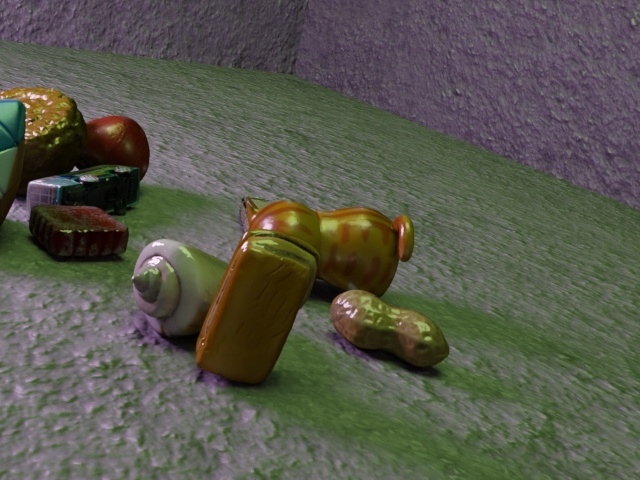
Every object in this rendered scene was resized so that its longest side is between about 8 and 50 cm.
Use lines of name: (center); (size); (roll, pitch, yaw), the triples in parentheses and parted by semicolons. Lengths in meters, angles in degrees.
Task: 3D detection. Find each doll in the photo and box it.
doll: (0.008, 0.014, 1.660); (0.269, 0.162, 0.167); (-1, 33, -10)

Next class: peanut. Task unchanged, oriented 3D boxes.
peanut: (0.101, 0.133, 1.459); (0.192, 0.089, 0.089); (17, 17, 16)

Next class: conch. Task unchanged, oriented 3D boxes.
conch: (-0.170, 0.089, 1.386); (0.158, 0.127, 0.255); (-12, -29, 43)

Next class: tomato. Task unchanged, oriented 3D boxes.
tomato: (-0.419, -0.182, 1.984); (0.167, 0.167, 0.167); (12, 16, -3)

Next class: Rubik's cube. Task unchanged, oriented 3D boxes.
Rubik's cube: (-0.584, -0.083, 1.520); (0.254, 0.255, 0.254); (12, 16, -3)

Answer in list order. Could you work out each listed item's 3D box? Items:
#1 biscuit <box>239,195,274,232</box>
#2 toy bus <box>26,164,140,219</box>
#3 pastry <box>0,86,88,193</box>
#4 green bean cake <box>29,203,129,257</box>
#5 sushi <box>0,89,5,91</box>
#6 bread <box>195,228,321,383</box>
biscuit: (-0.078, -0.026, 1.920); (0.147, 0.046, 0.250); (10, 15, -13)
toy bus: (-0.425, -0.087, 1.795); (0.109, 0.091, 0.261); (10, 13, 17)
pastry: (-0.555, -0.204, 1.842); (0.240, 0.132, 0.235); (15, 49, 15)
green bean cake: (-0.399, -0.014, 1.614); (0.135, 0.056, 0.135); (0, 22, -38)
sushi: (-0.746, -0.272, 2.123); (0.241, 0.108, 0.161); (29, 20, 29)
bread: (-0.079, 0.087, 1.264); (0.116, 0.200, 0.077); (21, 12, -18)
